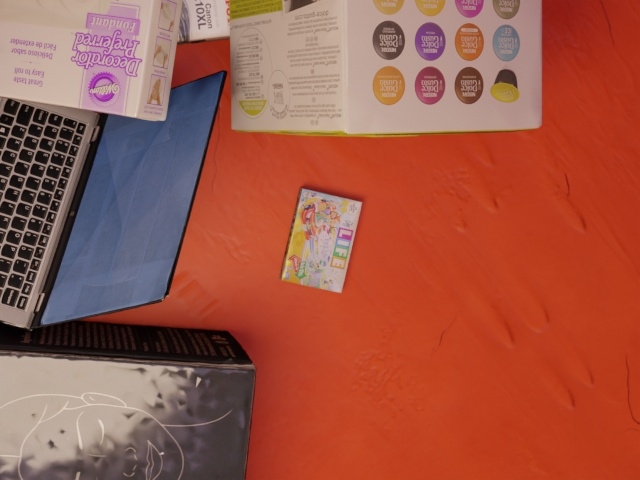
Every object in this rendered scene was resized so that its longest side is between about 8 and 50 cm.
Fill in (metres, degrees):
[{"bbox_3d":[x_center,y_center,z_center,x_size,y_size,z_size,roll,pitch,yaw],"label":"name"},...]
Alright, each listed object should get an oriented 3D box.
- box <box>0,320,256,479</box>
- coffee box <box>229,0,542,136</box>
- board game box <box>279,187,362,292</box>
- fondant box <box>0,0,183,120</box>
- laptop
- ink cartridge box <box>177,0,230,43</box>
[{"bbox_3d":[-0.367,0.370,1.692,0.472,0.297,0.479,5,94,-14],"label":"box"},{"bbox_3d":[0.087,-0.318,1.663,0.338,0.338,0.334,-4,97,-31],"label":"coffee box"},{"bbox_3d":[0.000,0.000,1.874,0.104,0.026,0.154,12,92,-13],"label":"board game box"},{"bbox_3d":[-0.315,-0.344,1.578,0.238,0.096,0.330,10,96,16],"label":"fondant box"},{"bbox_3d":[-0.389,-0.096,1.599,0.408,0.236,0.381,18,59,-12],"label":"laptop"},{"bbox_3d":[-0.240,-0.384,1.753,0.237,0.100,0.171,-9,98,-11],"label":"ink cartridge box"}]
